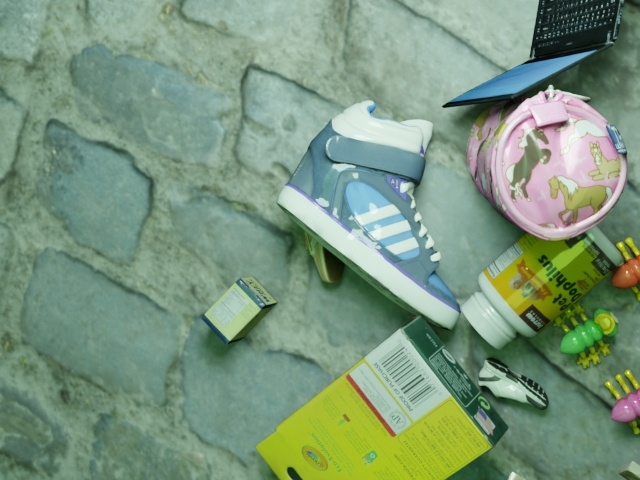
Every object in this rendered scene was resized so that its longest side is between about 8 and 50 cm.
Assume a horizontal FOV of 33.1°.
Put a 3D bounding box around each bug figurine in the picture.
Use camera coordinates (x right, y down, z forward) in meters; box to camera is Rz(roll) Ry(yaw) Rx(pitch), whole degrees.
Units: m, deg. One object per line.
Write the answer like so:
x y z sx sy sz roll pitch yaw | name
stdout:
0.459 0.143 1.490 0.216 0.072 0.279 -36 84 9 | bug figurine

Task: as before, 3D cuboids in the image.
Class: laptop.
0.284 -0.299 1.430 0.137 0.234 0.264 9 92 -16 | laptop

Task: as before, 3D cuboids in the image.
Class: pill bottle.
0.302 0.053 1.495 0.215 0.117 0.117 -43 82 12 | pill bottle

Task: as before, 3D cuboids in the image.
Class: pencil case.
0.274 -0.104 1.374 0.160 0.386 0.167 39 97 -2 | pencil case

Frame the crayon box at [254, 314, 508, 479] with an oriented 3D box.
0.079 0.277 1.525 0.318 0.081 0.202 -41 83 28 | crayon box

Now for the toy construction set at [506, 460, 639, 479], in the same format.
0.378 0.395 1.460 0.309 0.257 0.237 23 75 33 | toy construction set

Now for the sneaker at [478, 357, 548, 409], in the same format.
0.276 0.213 1.546 0.109 0.040 0.043 32 112 13 | sneaker

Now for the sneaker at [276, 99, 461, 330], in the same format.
0.123 -0.052 1.530 0.323 0.130 0.236 38 84 -4 | sneaker

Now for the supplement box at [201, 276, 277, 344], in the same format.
-0.119 0.103 1.596 0.056 0.083 0.083 45 98 8 | supplement box

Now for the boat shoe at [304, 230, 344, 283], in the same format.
0.000 0.000 1.596 0.045 0.050 0.135 -17 79 40 | boat shoe
